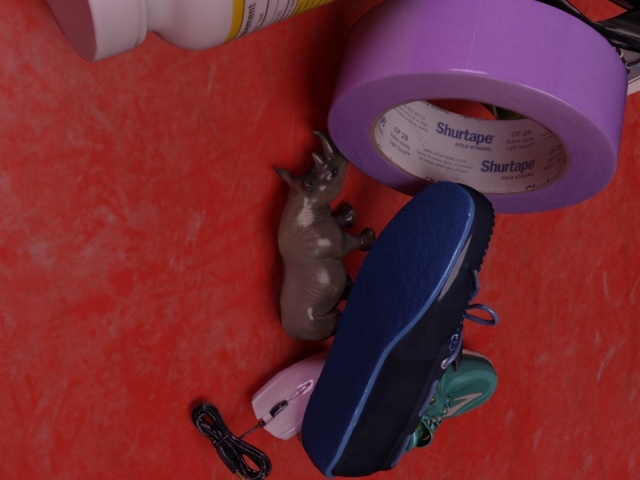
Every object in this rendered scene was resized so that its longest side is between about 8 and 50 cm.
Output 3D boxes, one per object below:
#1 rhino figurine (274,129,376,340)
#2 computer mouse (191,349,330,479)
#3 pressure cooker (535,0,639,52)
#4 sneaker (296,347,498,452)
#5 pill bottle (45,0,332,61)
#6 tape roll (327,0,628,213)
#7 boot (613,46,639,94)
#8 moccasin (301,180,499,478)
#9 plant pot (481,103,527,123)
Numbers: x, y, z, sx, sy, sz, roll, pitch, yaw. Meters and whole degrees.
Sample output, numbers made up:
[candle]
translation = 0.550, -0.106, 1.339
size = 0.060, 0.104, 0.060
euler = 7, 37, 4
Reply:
[rhino figurine]
translation = 0.000, 0.000, 1.178
size = 0.106, 0.073, 0.243
euler = -17, 121, -30
[computer mouse]
translation = -0.037, 0.177, 1.239
size = 0.193, 0.106, 0.042
euler = -34, 162, -23
[pressure cooker]
translation = 0.311, -0.385, 0.996
size = 0.420, 0.370, 0.375
euler = -51, 151, 0
[sneaker]
translation = 0.102, 0.207, 1.331
size = 0.275, 0.110, 0.107
euler = -15, 121, -28
[pill bottle]
translation = -0.062, -0.269, 0.919
size = 0.334, 0.188, 0.188
euler = -25, 125, -21
[tape roll]
translation = 0.149, -0.123, 1.078
size = 0.275, 0.275, 0.090
euler = 33, 62, -40
[boot]
translation = 0.317, -0.207, 1.284
size = 0.190, 0.069, 0.086
euler = -27, 129, -18
[moccasin]
translation = 0.091, 0.094, 1.177
size = 0.117, 0.137, 0.342
euler = 14, 115, -33
[plant pot]
translation = 0.195, -0.170, 1.215
size = 0.083, 0.079, 0.083
euler = -15, 122, -26
